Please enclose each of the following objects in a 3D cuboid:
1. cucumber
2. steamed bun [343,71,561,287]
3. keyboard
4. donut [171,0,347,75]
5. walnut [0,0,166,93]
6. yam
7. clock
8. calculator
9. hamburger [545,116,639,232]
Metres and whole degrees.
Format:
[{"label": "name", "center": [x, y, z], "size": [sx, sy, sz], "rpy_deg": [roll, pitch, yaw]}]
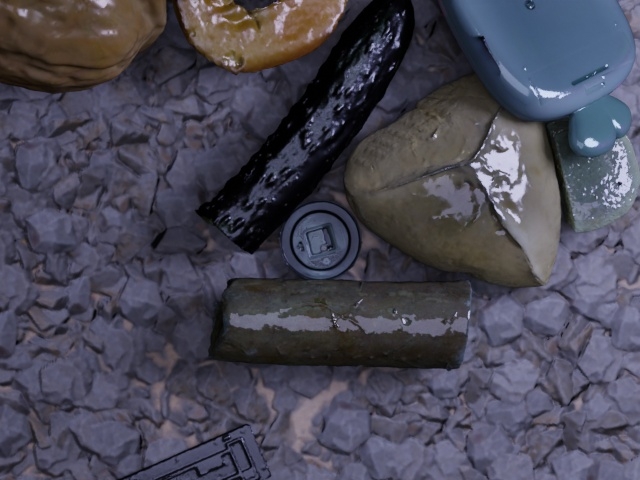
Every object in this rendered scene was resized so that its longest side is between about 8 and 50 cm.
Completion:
[{"label": "cucumber", "center": [0.001, -0.120, 1.578], "size": [0.081, 0.072, 0.303], "rpy_deg": [40, 90, -2]}, {"label": "steamed bun", "center": [0.132, -0.054, 1.568], "size": [0.212, 0.110, 0.231], "rpy_deg": [-11, 89, -1]}, {"label": "keyboard", "center": [-0.155, 0.254, 1.615], "size": [0.204, 0.013, 0.061], "rpy_deg": [-24, 93, -1]}, {"label": "donut", "center": [-0.064, -0.247, 1.567], "size": [0.178, 0.065, 0.162], "rpy_deg": [-12, 93, -14]}, {"label": "walnut", "center": [-0.264, -0.256, 1.497], "size": [0.257, 0.257, 0.224], "rpy_deg": [16, 59, -2]}, {"label": "yam", "center": [0.018, 0.081, 1.577], "size": [0.259, 0.093, 0.093], "rpy_deg": [2, 92, -2]}, {"label": "clock", "center": [0.000, 0.000, 1.609], "size": [0.085, 0.017, 0.085], "rpy_deg": [0, 91, -2]}, {"label": "calculator", "center": [0.214, -0.220, 1.558], "size": [0.185, 0.041, 0.299], "rpy_deg": [-26, 82, -28]}, {"label": "hamburger", "center": [0.280, -0.072, 1.600], "size": [0.084, 0.054, 0.121], "rpy_deg": [-14, 85, 0]}]
